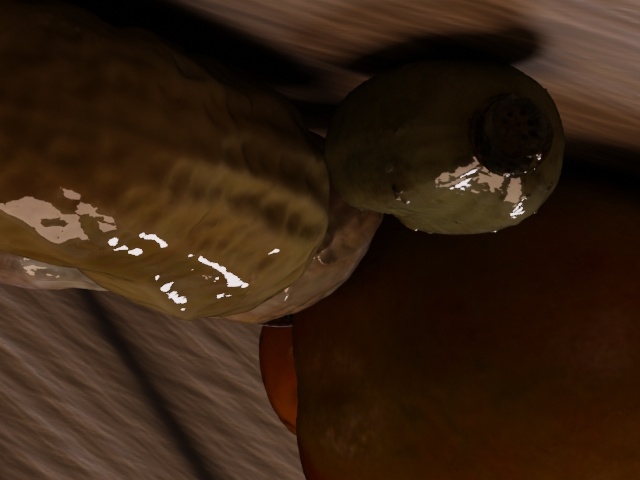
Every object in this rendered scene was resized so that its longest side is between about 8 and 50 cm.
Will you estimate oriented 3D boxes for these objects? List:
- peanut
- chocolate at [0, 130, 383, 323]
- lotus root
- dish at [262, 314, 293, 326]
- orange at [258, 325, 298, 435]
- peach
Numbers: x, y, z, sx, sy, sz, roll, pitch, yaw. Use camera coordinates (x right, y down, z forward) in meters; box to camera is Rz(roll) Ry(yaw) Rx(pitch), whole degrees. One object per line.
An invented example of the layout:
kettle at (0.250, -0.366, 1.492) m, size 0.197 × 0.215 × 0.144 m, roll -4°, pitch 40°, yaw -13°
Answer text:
peanut at (-0.103, -0.039, 0.841) m, size 0.147 × 0.147 × 0.305 m, roll 5°, pitch 173°, yaw 28°
chocolate at (-0.106, -0.019, 1.071) m, size 0.309 × 0.134 × 0.134 m, roll 3°, pitch 174°, yaw 23°
lotus root at (0.063, -0.047, 0.819) m, size 0.090 × 0.077 × 0.183 m, roll 19°, pitch 171°, yaw -17°
dish at (-0.046, 0.011, 1.711) m, size 0.141 × 0.078 × 0.141 m, roll 5°, pitch 137°, yaw 5°
orange at (0.067, 0.139, 2.003) m, size 0.284 × 0.226 × 0.284 m, roll 16°, pitch -170°, yaw -3°
peach at (0.144, 0.087, 1.129) m, size 0.332 × 0.307 × 0.308 m, roll -10°, pitch 169°, yaw 17°
